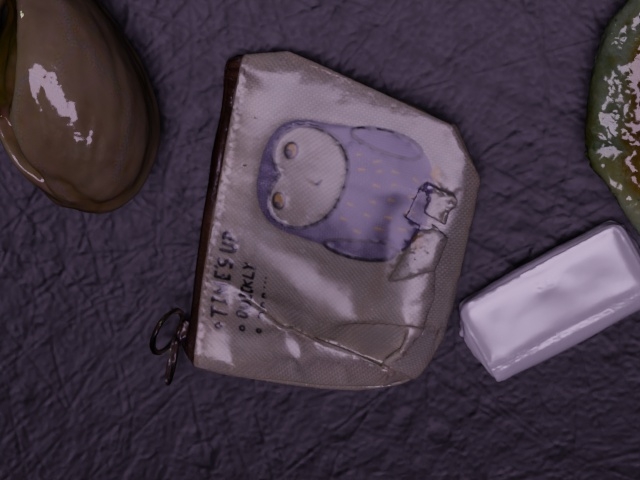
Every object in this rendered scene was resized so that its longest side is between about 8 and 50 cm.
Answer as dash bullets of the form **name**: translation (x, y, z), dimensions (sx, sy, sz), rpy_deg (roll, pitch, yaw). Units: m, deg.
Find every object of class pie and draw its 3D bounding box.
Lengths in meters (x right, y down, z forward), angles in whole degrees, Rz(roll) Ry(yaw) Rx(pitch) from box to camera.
- **pie**: translation (0.384, -0.124, 1.800), dimensions (0.302, 0.067, 0.302), rpy_deg (0, 102, 2)

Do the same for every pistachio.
- **pistachio**: translation (-0.233, -0.138, 1.799), dimensions (0.138, 0.153, 0.238), rpy_deg (-19, 100, 49)

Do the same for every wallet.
- **wallet**: translation (-0.001, -0.001, 1.847), dimensions (0.275, 0.068, 0.335), rpy_deg (12, 101, 3)
- **wallet**: translation (0.223, 0.058, 1.866), dimensions (0.190, 0.033, 0.095), rpy_deg (-27, 98, 8)
